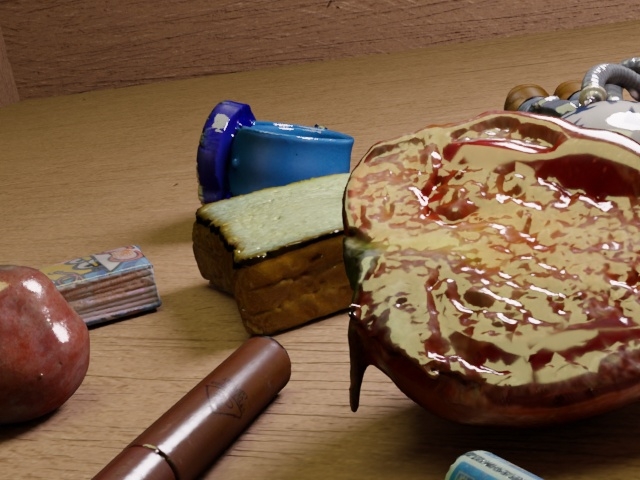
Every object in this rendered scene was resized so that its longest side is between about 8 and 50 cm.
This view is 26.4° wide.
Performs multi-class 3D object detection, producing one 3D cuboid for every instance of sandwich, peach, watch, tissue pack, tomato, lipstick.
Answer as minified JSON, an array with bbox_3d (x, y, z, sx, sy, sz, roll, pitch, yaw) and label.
[{"bbox_3d":[0.000,0.002,1.489,0.249,0.095,0.273,-15,16,-12],"label":"sandwich"},{"bbox_3d":[-0.300,0.104,1.270,0.152,0.152,0.152,-11,14,3],"label":"peach"},{"bbox_3d":[-0.055,-0.097,1.828,0.200,0.171,0.196,8,19,17],"label":"watch"},{"bbox_3d":[-0.268,0.057,1.558,0.155,0.065,0.115,-16,15,-13],"label":"tissue pack"},{"bbox_3d":[0.157,0.045,1.056,0.309,0.170,0.309,-4,51,5],"label":"tomato"},{"bbox_3d":[-0.111,0.160,1.047,0.057,0.057,0.357,-6,16,25],"label":"lipstick"}]

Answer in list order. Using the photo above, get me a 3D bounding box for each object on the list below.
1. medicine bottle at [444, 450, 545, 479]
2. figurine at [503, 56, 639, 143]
[{"bbox_3d":[0.140,0.173,0.804,0.051,0.051,0.191,-18,16,-22],"label":"medicine bottle"},{"bbox_3d":[0.267,-0.059,1.338,0.261,0.186,0.382,-18,19,1],"label":"figurine"}]
